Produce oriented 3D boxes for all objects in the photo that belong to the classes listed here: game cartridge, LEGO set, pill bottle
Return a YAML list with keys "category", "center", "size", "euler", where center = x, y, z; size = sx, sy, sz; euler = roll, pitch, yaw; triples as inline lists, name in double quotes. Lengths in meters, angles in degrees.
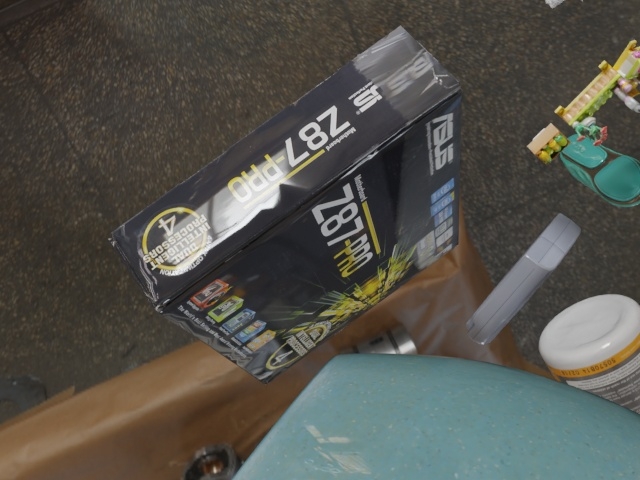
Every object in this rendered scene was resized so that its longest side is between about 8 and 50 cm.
- category: "game cartridge"
  center: [0.350, 0.051, 1.207]
  size: [0.060, 0.294, 0.196]
  euler: [37, 118, 14]
- category: "LEGO set"
  center: [0.438, -0.192, 1.012]
  size: [0.287, 0.107, 0.132]
  euler: [-33, 155, -9]
- category: "pill bottle"
  center: [0.464, 0.233, 1.088]
  size: [0.162, 0.162, 0.278]
  euler: [-33, 102, 3]

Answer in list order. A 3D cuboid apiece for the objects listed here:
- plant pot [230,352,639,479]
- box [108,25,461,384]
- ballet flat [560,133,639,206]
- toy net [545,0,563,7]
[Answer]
- category: "plant pot"
  center: [0.043, 0.172, 0.371]
  size: [0.195, 0.290, 0.290]
  euler: [38, 104, 8]
- category: "box"
  center: [0.000, 0.000, 0.776]
  size: [0.318, 0.097, 0.395]
  euler: [-37, 158, -6]
- category: "ballet flat"
  center: [0.503, -0.108, 1.242]
  size: [0.083, 0.247, 0.087]
  euler: [-41, 118, 11]
- category: "toy net"
  center: [0.292, -0.306, 0.661]
  size: [0.045, 0.122, 0.232]
  euler: [4, 138, -22]
